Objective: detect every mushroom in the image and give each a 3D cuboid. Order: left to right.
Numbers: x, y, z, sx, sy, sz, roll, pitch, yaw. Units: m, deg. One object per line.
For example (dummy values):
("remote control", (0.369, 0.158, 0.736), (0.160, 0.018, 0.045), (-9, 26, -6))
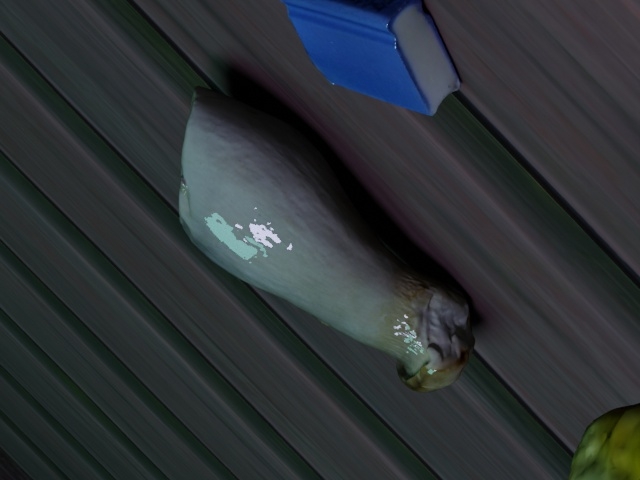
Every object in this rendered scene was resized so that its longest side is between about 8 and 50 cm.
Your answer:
("mushroom", (0.000, 0.000, 1.156), (0.225, 0.093, 0.116), (33, 175, 5))

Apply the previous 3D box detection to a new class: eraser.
("eraser", (0.024, -0.100, 0.972), (0.085, 0.027, 0.063), (24, 153, 46))

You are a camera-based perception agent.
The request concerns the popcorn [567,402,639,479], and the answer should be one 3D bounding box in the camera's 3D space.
("popcorn", (0.210, 0.135, 0.712), (0.321, 0.290, 0.325), (58, -174, -45))
